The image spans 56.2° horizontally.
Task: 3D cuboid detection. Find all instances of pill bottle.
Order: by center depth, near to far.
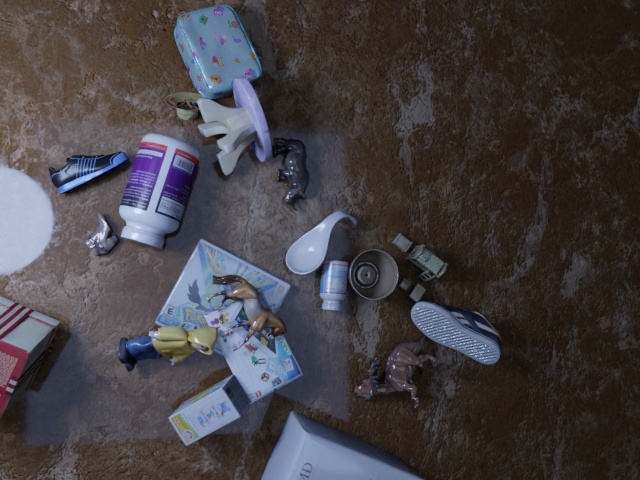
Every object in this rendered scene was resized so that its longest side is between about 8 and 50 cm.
[{"bbox_3d":[-0.492,-0.146,1.807,0.182,0.181,0.322,18,82,-11],"label":"pill bottle"},{"bbox_3d":[0.043,0.146,1.949,0.087,0.087,0.160,6,85,-12],"label":"pill bottle"}]

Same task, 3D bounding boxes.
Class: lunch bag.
[{"bbox_3d":[-0.320,-0.597,1.911,0.224,0.108,0.279,-26,94,-25],"label":"lunch bag"}]

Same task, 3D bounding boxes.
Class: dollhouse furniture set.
[{"bbox_3d":[0.301,0.090,2.002,0.182,0.101,0.160,37,79,-7],"label":"dollhouse furniture set"}]

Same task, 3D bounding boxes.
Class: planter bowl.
[{"bbox_3d":[0.162,0.113,1.967,0.162,0.109,0.161,1,85,-12],"label":"planter bowl"}]

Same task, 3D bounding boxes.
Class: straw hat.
[{"bbox_3d":[-0.423,-0.416,1.901,0.145,0.144,0.061,4,125,-12],"label":"straw hat"}]

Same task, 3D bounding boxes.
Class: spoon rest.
[{"bbox_3d":[0.000,0.000,1.943,0.276,0.084,0.137,-45,52,-16],"label":"spoon rest"}]

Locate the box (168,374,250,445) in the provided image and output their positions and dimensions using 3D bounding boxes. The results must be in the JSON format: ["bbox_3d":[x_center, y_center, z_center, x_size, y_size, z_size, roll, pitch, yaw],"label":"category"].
[{"bbox_3d":[-0.330,0.506,1.790,0.203,0.114,0.103,-31,92,13],"label":"box"}]

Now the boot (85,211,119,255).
[{"bbox_3d":[-0.678,-0.015,1.828,0.087,0.042,0.118,-31,92,-11],"label":"boot"}]

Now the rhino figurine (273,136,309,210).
[{"bbox_3d":[-0.090,-0.218,1.956,0.107,0.073,0.243,-6,88,-10],"label":"rhino figurine"}]

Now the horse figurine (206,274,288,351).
[{"bbox_3d":[-0.229,0.205,1.805,0.175,0.066,0.263,-27,94,-6],"label":"horse figurine"}]

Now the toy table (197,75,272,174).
[{"bbox_3d":[-0.268,-0.348,1.853,0.161,0.252,0.274,-27,113,-18],"label":"toy table"}]

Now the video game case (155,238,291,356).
[{"bbox_3d":[-0.303,0.200,1.895,0.329,0.036,0.299,28,80,-9],"label":"video game case"}]

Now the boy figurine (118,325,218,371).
[{"bbox_3d":[-0.445,0.320,1.794,0.286,0.177,0.092,-8,48,0],"label":"boy figurine"}]

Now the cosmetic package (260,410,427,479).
[{"bbox_3d":[0.043,0.758,1.780,0.394,0.327,0.329,25,81,-8],"label":"cosmetic package"}]

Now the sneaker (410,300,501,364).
[{"bbox_3d":[0.458,0.290,2.017,0.321,0.126,0.127,31,35,5],"label":"sneaker"}]

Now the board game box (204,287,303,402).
[{"bbox_3d":[-0.207,0.325,1.862,0.193,0.053,0.305,-26,92,-12],"label":"board game box"}]

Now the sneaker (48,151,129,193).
[{"bbox_3d":[-0.705,-0.229,1.817,0.232,0.081,0.090,-28,99,-12],"label":"sneaker"}]

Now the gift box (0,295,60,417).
[{"bbox_3d":[-0.910,0.315,1.648,0.255,0.258,0.276,31,100,-10],"label":"gift box"}]

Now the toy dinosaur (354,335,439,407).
[{"bbox_3d":[0.253,0.413,1.962,0.200,0.127,0.295,32,74,-1],"label":"toy dinosaur"}]
